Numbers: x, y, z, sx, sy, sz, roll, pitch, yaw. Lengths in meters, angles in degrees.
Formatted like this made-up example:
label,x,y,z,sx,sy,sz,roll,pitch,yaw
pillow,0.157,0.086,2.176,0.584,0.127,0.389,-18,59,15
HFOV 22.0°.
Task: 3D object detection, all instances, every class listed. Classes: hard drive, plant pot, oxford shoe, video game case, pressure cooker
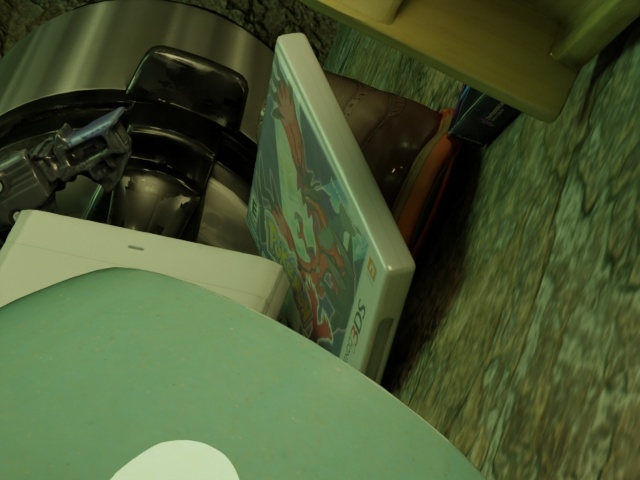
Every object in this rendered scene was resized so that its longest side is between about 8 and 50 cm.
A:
label,x,y,z,sx,sy,sz,roll,pitch,yaw
hard drive,-0.167,0.130,1.054,0.040,0.203,0.307,68,-141,-54
plant pot,-0.068,0.153,0.548,0.235,0.293,0.293,-57,1,-21
oxford shoe,0.015,-0.056,1.174,0.363,0.133,0.130,-124,57,-81
video game case,0.000,0.000,1.060,0.183,0.023,0.201,103,151,-49
pressure cooker,-0.175,0.011,1.474,0.420,0.375,0.370,-88,-24,-64

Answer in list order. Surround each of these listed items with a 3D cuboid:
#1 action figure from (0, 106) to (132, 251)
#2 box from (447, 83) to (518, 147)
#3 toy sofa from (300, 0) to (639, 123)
label,x,y,z,sx,sy,sz,roll,pitch,yaw
action figure,-0.268,0.045,1.209,0.341,0.330,0.178,-33,5,24
box,0.125,-0.146,0.996,0.116,0.029,0.162,127,163,-74
toy sofa,0.113,-0.193,0.659,0.362,0.150,0.177,132,163,-75
